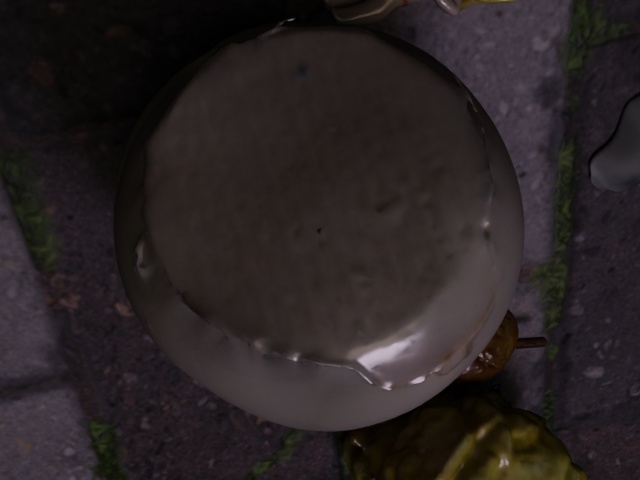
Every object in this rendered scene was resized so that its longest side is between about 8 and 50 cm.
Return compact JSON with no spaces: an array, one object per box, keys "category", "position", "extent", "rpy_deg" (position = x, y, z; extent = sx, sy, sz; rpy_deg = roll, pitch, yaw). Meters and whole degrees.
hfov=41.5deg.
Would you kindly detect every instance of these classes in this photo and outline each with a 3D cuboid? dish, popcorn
[{"category":"dish","position":[0.320,-0.093,0.801],"extent":[0.091,0.039,0.137],"rpy_deg":[35,107,-31]},{"category":"popcorn","position":[0.152,0.241,0.887],"extent":[0.266,0.233,0.192],"rpy_deg":[18,84,12]}]

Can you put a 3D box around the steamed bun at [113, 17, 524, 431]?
[{"category":"steamed bun","position":[0.000,0.000,0.654],"extent":[0.309,0.309,0.309],"rpy_deg":[-7,124,-10]}]

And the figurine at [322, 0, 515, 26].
[{"category":"figurine","position":[0.092,-0.202,0.656],"extent":[0.187,0.083,0.083],"rpy_deg":[-23,125,-7]}]

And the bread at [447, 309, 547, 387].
[{"category":"bread","position":[0.077,0.102,0.838],"extent":[0.344,0.084,0.124],"rpy_deg":[2,122,-17]}]
